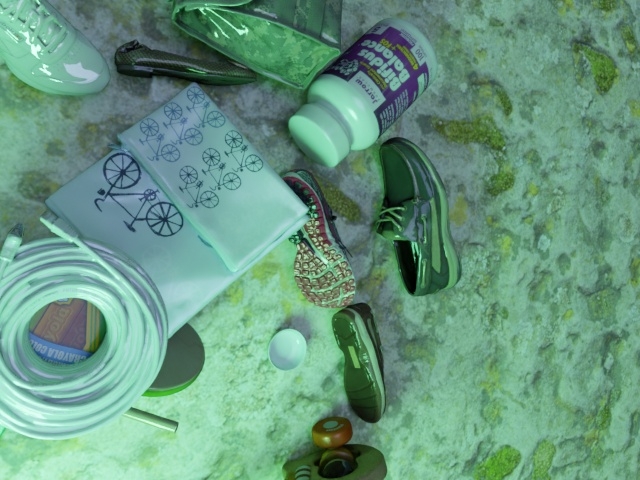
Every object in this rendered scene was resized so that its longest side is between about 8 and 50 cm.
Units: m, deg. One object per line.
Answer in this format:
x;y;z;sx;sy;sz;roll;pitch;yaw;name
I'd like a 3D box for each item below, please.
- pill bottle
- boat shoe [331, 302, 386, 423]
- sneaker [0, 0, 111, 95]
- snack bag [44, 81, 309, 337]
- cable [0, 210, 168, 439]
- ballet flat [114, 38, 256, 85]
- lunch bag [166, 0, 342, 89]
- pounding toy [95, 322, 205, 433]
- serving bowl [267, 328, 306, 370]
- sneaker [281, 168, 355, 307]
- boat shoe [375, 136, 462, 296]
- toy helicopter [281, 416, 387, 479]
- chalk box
0.081;-0.286;1.132;0.301;0.169;0.169;-47;111;-20;pill bottle
0.102;0.251;1.197;0.095;0.095;0.258;-28;113;-45;boat shoe
-0.454;-0.327;0.854;0.305;0.152;0.114;35;73;-26;sneaker
-0.240;-0.058;0.979;0.342;0.037;0.323;-41;90;-17;snack bag
-0.336;0.122;0.758;0.257;0.089;0.257;35;76;-24;cable
-0.233;-0.313;1.017;0.249;0.084;0.058;0;92;-23;ballet flat
-0.111;-0.443;1.009;0.286;0.169;0.235;15;67;-27;lunch bag
-0.299;0.228;0.949;0.182;0.237;0.110;21;120;-9;pounding toy
-0.070;0.214;1.138;0.083;0.027;0.083;-1;92;-28;serving bowl
0.000;0.000;1.130;0.112;0.120;0.299;-61;138;-61;sneaker
0.193;-0.041;1.218;0.130;0.132;0.356;-26;102;-26;boat shoe
-0.031;0.467;1.045;0.355;0.235;0.140;-15;98;-27;toy helicopter
-0.452;0.165;0.846;0.180;0.179;0.289;31;76;-25;chalk box
